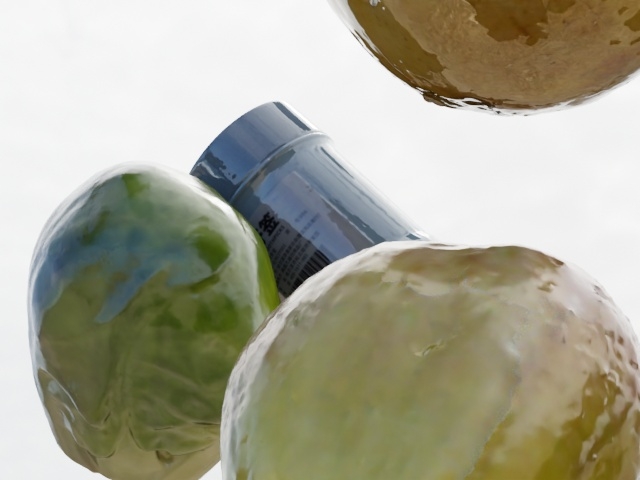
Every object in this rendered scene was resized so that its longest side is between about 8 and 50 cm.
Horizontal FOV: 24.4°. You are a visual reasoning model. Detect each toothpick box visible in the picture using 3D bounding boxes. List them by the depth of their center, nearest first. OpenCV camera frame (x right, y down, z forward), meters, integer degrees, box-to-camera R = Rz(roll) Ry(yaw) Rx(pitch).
[{"bbox_3d":[0.000,0.000,0.897,0.101,0.153,0.101,-39,-22,-18],"label":"toothpick box"}]

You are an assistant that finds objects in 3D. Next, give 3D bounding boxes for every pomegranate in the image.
[{"bbox_3d":[0.097,-0.184,0.665,0.260,0.260,0.260,0,-19,0],"label":"pomegranate"}]

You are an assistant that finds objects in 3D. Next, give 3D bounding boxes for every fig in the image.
[{"bbox_3d":[0.023,0.101,0.496,0.159,0.257,0.159,14,-55,21],"label":"fig"}]

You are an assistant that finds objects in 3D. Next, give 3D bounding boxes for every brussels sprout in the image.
[{"bbox_3d":[-0.095,0.045,0.836,0.161,0.180,0.144,31,27,14],"label":"brussels sprout"}]
